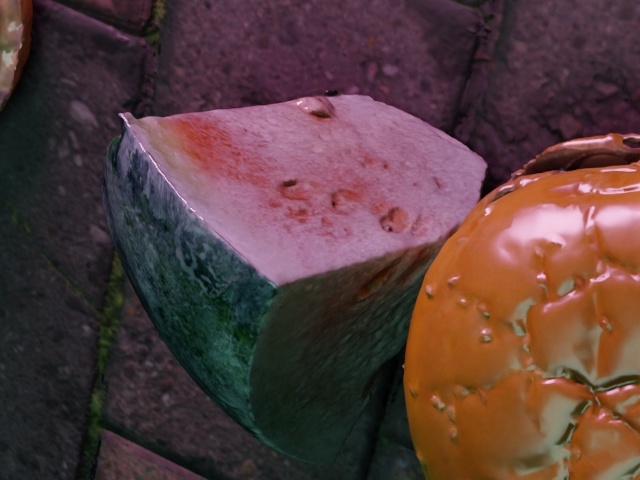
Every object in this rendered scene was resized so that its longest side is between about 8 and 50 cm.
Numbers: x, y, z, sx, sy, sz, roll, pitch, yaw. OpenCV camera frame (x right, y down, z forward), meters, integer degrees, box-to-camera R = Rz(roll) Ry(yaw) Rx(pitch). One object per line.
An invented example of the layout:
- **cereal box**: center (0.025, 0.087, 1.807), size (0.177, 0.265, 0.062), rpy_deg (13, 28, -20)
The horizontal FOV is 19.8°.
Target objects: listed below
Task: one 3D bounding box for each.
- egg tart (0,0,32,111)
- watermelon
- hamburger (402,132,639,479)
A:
- **egg tart**: center (-0.393, -0.199, 1.419), size (0.352, 0.150, 0.352), rpy_deg (13, 124, 20)
- **watermelon**: center (0.000, 0.000, 1.274), size (0.258, 0.387, 0.228), rpy_deg (-32, 70, -3)
- **hamburger**: center (0.193, 0.075, 1.115), size (0.319, 0.158, 0.318), rpy_deg (1, 91, 26)
